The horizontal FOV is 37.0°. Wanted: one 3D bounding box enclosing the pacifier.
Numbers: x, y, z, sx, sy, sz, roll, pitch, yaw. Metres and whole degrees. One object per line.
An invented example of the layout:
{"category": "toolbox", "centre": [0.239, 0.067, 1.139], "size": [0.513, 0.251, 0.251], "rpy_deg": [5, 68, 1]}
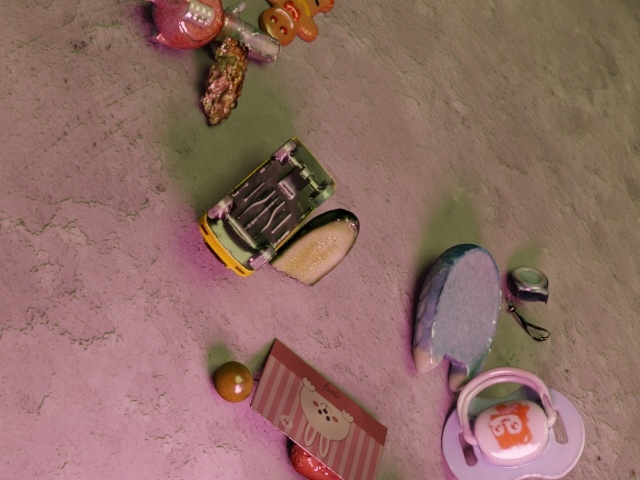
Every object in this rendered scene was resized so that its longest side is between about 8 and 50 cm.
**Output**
{"category": "pacifier", "centre": [0.411, 0.427, 2.056], "size": [0.233, 0.299, 0.244], "rpy_deg": [70, 8, -53]}

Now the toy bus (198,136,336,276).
{"category": "toy bus", "centre": [-0.115, -0.055, 1.813], "size": [0.144, 0.152, 0.330], "rpy_deg": [50, 46, -7]}

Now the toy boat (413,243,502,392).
{"category": "toy boat", "centre": [0.288, 0.161, 2.118], "size": [0.215, 0.123, 0.330], "rpy_deg": [28, 69, -34]}

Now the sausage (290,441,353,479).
{"category": "sausage", "centre": [0.002, 0.417, 1.776], "size": [0.141, 0.076, 0.076], "rpy_deg": [35, 53, -29]}

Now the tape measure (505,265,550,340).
{"category": "tape measure", "centre": [0.507, 0.156, 2.343], "size": [0.107, 0.104, 0.180], "rpy_deg": [-76, 161, -57]}

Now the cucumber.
{"category": "cucumber", "centre": [0.000, 0.000, 1.833], "size": [0.115, 0.244, 0.063], "rpy_deg": [23, 55, -23]}

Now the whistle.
{"category": "whistle", "centre": [-0.216, -0.431, 1.897], "size": [0.346, 0.133, 0.142], "rpy_deg": [16, 78, -45]}

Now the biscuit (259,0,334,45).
{"category": "biscuit", "centre": [-0.057, -0.521, 2.127], "size": [0.165, 0.036, 0.250], "rpy_deg": [46, 50, -16]}

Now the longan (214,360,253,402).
{"category": "longan", "centre": [-0.155, 0.254, 1.718], "size": [0.083, 0.075, 0.075], "rpy_deg": [23, 47, -83]}

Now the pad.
{"category": "pad", "centre": [0.005, 0.333, 1.792], "size": [0.299, 0.005, 0.202], "rpy_deg": [41, 31, -13]}

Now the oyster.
{"category": "oyster", "centre": [-0.183, -0.311, 1.890], "size": [0.177, 0.056, 0.105], "rpy_deg": [-65, 154, -12]}
